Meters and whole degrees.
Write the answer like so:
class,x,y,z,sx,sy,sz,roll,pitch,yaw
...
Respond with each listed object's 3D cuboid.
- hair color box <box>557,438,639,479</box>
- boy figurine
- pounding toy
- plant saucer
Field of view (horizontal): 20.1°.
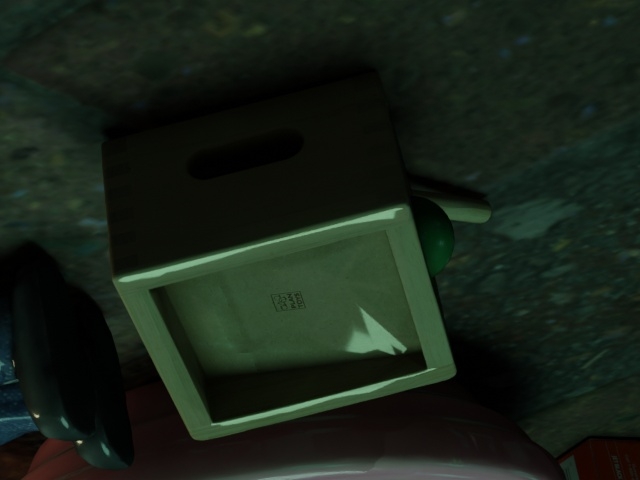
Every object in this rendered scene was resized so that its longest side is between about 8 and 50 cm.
class,x,y,z,sx,sy,sz,roll,pitch,yaw
hair color box,0.221,0.169,1.158,0.167,0.053,0.093,4,150,-28
boy figurine,-0.235,0.086,0.793,0.285,0.092,0.177,-16,156,6
pounding toy,0.000,0.000,0.717,0.141,0.100,0.130,-15,139,4
plant saucer,-0.030,0.150,0.998,0.332,0.084,0.332,-7,154,-3
